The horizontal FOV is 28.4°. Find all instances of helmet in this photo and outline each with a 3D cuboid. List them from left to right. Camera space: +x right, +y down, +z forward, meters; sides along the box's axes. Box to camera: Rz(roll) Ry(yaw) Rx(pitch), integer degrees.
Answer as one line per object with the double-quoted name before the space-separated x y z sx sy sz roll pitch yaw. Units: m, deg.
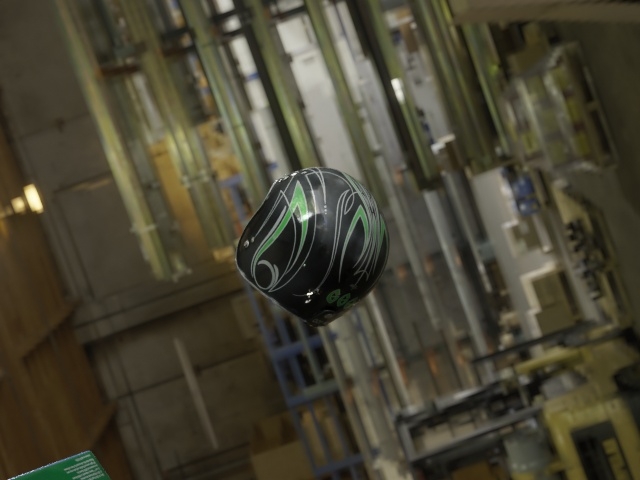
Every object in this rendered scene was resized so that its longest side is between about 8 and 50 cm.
"helmet" 0.000 0.000 1.458 0.169 0.161 0.169 34 -171 -6

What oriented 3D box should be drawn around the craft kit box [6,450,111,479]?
"craft kit box" -0.351 0.318 1.213 0.061 0.246 0.250 53 -158 13
